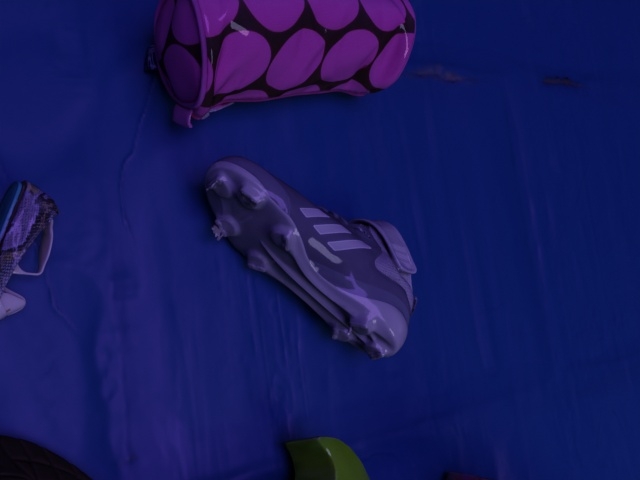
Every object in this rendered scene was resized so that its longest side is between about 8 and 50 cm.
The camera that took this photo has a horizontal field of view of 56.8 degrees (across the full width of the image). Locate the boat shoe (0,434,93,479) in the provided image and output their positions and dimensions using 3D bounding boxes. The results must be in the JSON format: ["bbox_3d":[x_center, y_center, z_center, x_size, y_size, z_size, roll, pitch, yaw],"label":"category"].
[{"bbox_3d":[-0.188,0.144,0.319,0.178,0.064,0.060,35,95,-21],"label":"boat shoe"}]

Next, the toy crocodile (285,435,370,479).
[{"bbox_3d":[-0.092,0.231,0.327,0.340,0.115,0.105,-23,88,-35],"label":"toy crocodile"}]

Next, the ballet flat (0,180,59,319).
[{"bbox_3d":[-0.188,0.020,0.351,0.041,0.041,0.114,29,68,-25],"label":"ballet flat"}]

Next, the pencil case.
[{"bbox_3d":[-0.022,-0.147,0.455,0.209,0.095,0.098,-16,116,-35],"label":"pencil case"}]

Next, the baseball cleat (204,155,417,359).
[{"bbox_3d":[0.000,0.000,0.465,0.206,0.072,0.109,50,46,-20],"label":"baseball cleat"}]

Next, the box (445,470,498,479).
[{"bbox_3d":[0.222,0.336,0.486,0.300,0.142,0.154,39,63,-21],"label":"box"}]
